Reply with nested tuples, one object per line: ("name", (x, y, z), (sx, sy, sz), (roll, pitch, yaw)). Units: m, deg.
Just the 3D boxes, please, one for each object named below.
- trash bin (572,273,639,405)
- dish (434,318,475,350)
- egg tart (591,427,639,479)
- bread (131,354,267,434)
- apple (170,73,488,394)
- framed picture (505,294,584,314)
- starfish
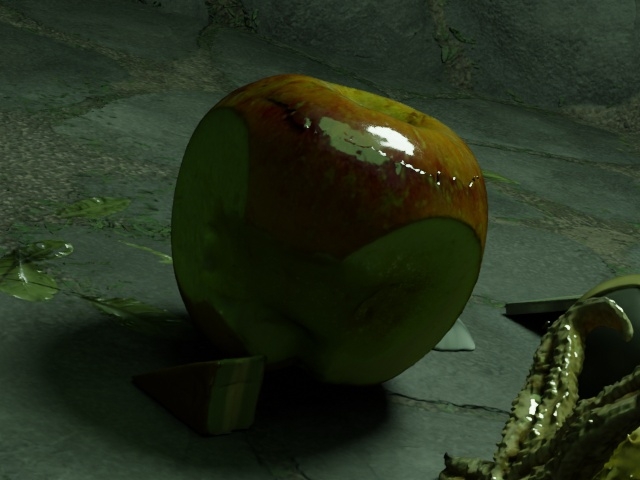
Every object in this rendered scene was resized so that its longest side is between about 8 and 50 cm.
("trash bin", (0.429, 0.160, 1.670), (0.334, 0.214, 0.214), (22, 17, -1))
("dish", (0.137, 0.106, 1.894), (0.137, 0.039, 0.091), (3, 20, -35))
("egg tart", (0.362, 0.245, 1.411), (0.341, 0.132, 0.341), (7, 7, -1))
("bread", (-0.129, 0.134, 1.539), (0.074, 0.084, 0.139), (-4, 24, -41))
("apple", (0.000, 0.000, 1.637), (0.374, 0.374, 0.384), (14, 12, 1))
("framed picture", (0.449, 0.076, 2.014), (0.240, 0.020, 0.324), (-3, -3, -43))
("starfish", (0.212, 0.194, 1.320), (0.082, 0.324, 0.432), (39, 8, -4))
